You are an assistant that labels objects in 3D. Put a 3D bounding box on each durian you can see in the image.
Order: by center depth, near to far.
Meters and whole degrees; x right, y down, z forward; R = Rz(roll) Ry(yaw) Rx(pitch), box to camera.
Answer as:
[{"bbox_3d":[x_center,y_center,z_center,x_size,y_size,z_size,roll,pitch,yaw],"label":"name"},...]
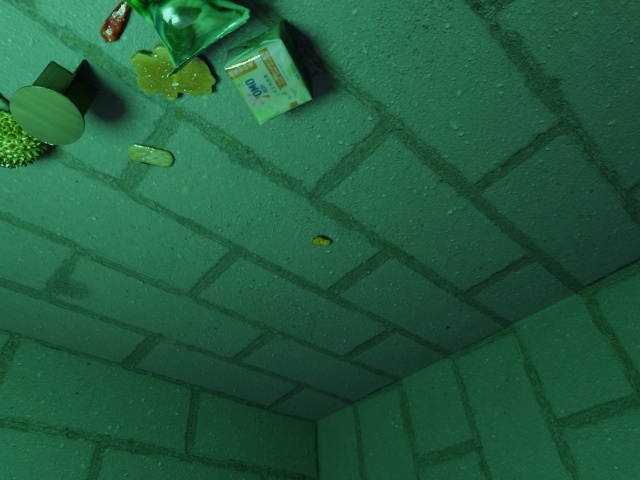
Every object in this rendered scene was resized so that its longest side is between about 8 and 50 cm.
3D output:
[{"bbox_3d":[-0.947,-0.292,1.274,0.237,0.138,0.193,6,172,-2],"label":"durian"}]

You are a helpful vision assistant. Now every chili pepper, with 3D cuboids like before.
[{"bbox_3d":[-0.525,-0.579,1.125,0.045,0.027,0.178,33,123,-32],"label":"chili pepper"}]

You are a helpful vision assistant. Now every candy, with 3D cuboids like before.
[{"bbox_3d":[-0.380,-0.619,1.006,0.262,0.172,0.398,-31,118,19],"label":"candy"}]

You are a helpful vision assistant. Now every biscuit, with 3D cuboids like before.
[{"bbox_3d":[-0.413,-0.479,1.233,0.225,0.036,0.166,-3,137,-5],"label":"biscuit"},{"bbox_3d":[-0.565,-0.281,1.438,0.147,0.018,0.071,12,131,-15],"label":"biscuit"}]

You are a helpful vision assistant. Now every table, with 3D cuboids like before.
[{"bbox_3d":[-0.694,-0.390,1.162,0.166,0.227,0.167,-3,136,-3],"label":"table"}]

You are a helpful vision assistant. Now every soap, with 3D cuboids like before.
[{"bbox_3d":[-0.139,-0.461,1.202,0.181,0.139,0.199,-19,135,16],"label":"soap"}]

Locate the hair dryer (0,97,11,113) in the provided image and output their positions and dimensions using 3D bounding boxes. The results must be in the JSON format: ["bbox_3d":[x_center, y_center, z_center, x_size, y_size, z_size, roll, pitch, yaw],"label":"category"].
[{"bbox_3d":[-0.937,-0.460,1.198,0.267,0.092,0.229,11,130,-36],"label":"hair dryer"}]

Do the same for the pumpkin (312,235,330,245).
[{"bbox_3d":[0.000,-0.001,1.771,0.083,0.028,0.050,21,133,-36],"label":"pumpkin"}]
